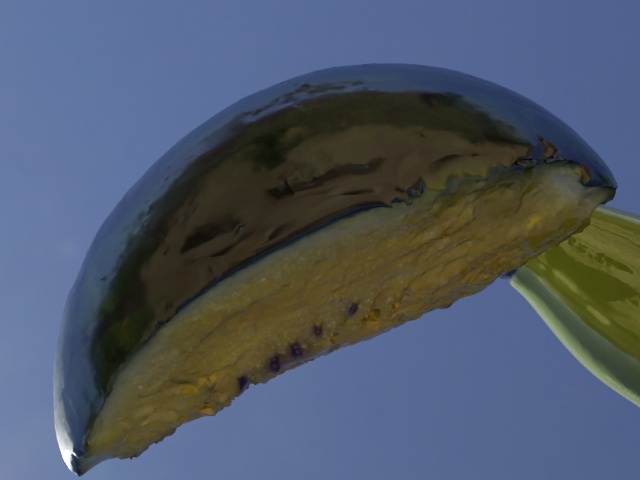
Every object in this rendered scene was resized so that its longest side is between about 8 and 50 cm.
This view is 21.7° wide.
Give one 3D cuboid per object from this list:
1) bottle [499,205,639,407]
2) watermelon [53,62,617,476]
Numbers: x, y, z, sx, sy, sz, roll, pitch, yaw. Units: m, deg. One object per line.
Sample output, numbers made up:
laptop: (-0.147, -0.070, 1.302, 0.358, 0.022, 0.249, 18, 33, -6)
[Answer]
bottle: (0.219, 0.051, 1.063, 0.260, 0.112, 0.112, 33, -113, 5)
watermelon: (0.000, 0.000, 0.780, 0.301, 0.129, 0.123, -24, -142, -7)
